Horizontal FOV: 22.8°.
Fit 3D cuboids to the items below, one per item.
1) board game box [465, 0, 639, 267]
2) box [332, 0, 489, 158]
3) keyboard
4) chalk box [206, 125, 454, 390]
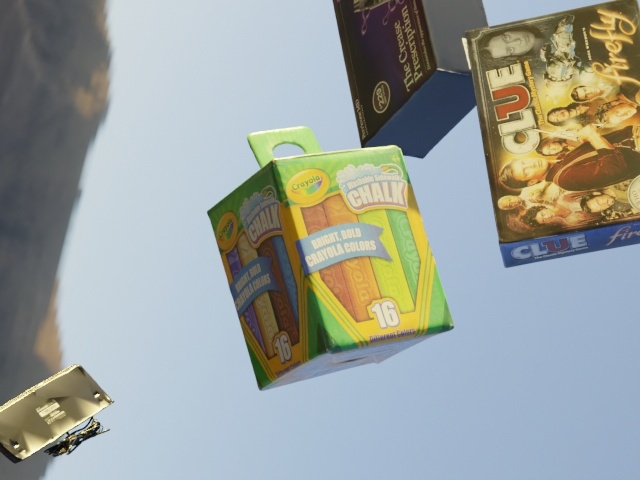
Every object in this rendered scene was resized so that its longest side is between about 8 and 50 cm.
[{"bbox_3d":[0.227,-0.101,1.432,0.042,0.165,0.243,66,15,-56],"label":"board game box"},{"bbox_3d":[0.112,-0.262,1.974,0.184,0.103,0.261,-48,-136,49],"label":"box"},{"bbox_3d":[-0.338,0.230,1.983,0.038,0.100,0.192,-49,169,36],"label":"keyboard"},{"bbox_3d":[0.000,0.000,1.812,0.179,0.180,0.288,-32,-108,56],"label":"chalk box"}]
